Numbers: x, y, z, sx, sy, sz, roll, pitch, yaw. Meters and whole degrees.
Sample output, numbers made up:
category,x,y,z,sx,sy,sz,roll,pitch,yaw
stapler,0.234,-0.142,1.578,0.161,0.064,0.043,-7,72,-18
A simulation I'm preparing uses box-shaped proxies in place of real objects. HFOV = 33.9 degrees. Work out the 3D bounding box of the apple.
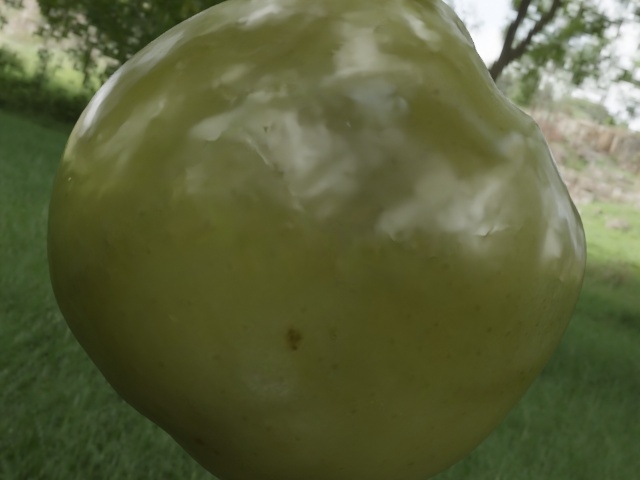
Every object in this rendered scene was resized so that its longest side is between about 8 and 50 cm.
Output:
category,x,y,z,sx,sy,sz,roll,pitch,yaw
apple,0.000,0.000,0.537,0.262,0.262,0.262,19,3,-1
